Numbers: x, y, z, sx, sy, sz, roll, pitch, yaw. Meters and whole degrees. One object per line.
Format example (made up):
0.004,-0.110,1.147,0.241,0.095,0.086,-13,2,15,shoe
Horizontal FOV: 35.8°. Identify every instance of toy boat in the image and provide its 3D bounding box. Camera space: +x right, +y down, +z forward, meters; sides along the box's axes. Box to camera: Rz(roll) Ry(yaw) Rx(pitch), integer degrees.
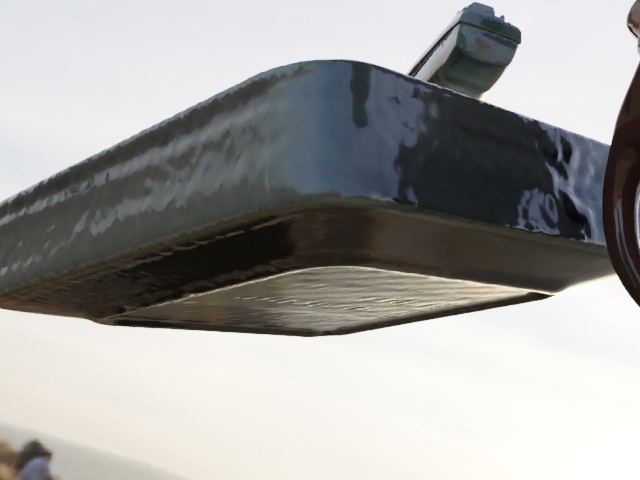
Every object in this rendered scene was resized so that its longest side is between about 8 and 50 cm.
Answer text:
0.124,-0.157,0.949,0.078,0.085,0.260,17,-12,-5,toy boat

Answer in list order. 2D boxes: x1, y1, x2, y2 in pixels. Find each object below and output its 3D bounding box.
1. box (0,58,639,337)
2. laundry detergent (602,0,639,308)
0.001,0.001,0.757,0.396,0.111,0.397,9,-18,-43,box
0.235,-0.046,0.607,0.076,0.237,0.171,14,-54,-35,laundry detergent
